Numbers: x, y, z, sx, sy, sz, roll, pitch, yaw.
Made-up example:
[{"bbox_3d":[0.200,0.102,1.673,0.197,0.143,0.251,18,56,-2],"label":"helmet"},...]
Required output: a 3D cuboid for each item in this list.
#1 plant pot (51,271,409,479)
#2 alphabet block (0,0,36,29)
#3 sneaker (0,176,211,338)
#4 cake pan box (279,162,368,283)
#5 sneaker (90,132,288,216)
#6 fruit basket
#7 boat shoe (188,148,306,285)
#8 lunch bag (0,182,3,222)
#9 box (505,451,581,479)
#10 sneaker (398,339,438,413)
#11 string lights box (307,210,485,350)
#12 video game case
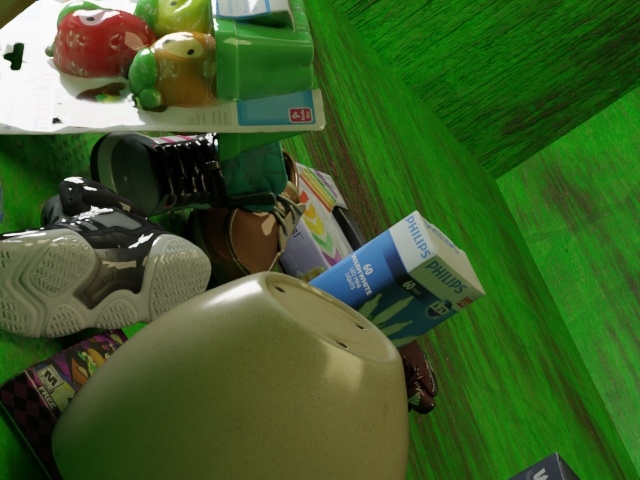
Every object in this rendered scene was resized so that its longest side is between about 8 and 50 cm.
[{"bbox_3d":[-0.039,0.138,1.067,0.284,0.191,0.284,31,12,-7],"label":"plant pot"},{"bbox_3d":[-0.365,-0.262,1.229,0.192,0.197,0.193,50,17,-17],"label":"alphabet block"},{"bbox_3d":[-0.241,0.011,1.248,0.269,0.101,0.153,3,27,-46],"label":"sneaker"},{"bbox_3d":[0.000,0.000,2.018,0.245,0.070,0.267,64,17,17],"label":"cake pan box"},{"bbox_3d":[-0.132,-0.081,1.556,0.295,0.179,0.123,-18,98,-74],"label":"sneaker"},{"bbox_3d":[-0.183,-0.213,1.484,0.327,0.353,0.165,-100,-165,-55],"label":"fruit basket"},{"bbox_3d":[-0.086,-0.039,1.743,0.122,0.120,0.324,49,17,-22],"label":"boat shoe"},{"bbox_3d":[-0.323,-0.102,1.081,0.176,0.090,0.218,-136,-148,-77],"label":"lunch bag"},{"bbox_3d":[0.310,0.415,1.939,0.093,0.158,0.156,49,18,-25],"label":"box"},{"bbox_3d":[0.110,0.182,1.919,0.162,0.106,0.281,59,15,1],"label":"sneaker"},{"bbox_3d":[0.055,0.084,1.658,0.133,0.260,0.076,36,25,-49],"label":"string lights box"},{"bbox_3d":[-0.167,0.195,1.190,0.232,0.042,0.210,56,15,2],"label":"video game case"}]
